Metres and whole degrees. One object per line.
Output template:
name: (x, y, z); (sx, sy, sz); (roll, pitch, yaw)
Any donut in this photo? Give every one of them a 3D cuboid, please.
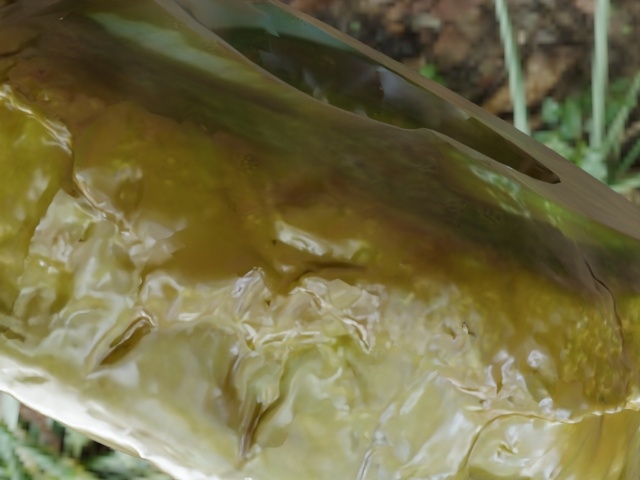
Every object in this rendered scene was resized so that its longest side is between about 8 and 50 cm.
donut: (0.000, 0.000, 0.702); (0.330, 0.330, 0.160); (18, 113, -22)
